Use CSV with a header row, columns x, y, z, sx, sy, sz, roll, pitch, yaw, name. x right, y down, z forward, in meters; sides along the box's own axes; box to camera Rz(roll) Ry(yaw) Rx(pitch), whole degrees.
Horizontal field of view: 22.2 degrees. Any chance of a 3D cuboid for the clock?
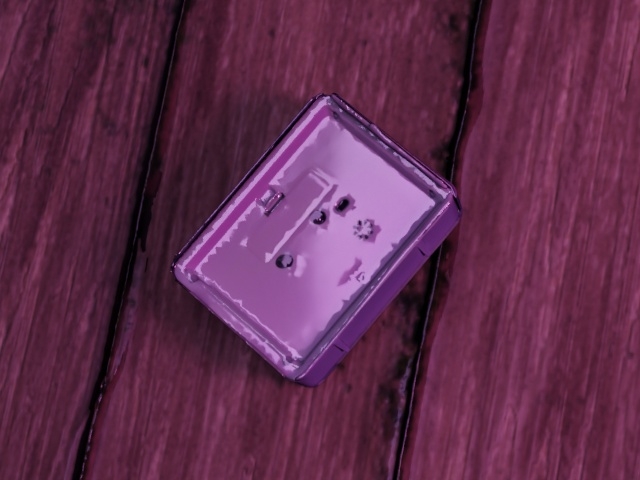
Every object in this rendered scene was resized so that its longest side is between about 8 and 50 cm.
x,y,z,sx,sy,sz,roll,pitch,yaw,name
0.001,0.000,1.267,0.144,0.073,0.193,41,89,17,clock
